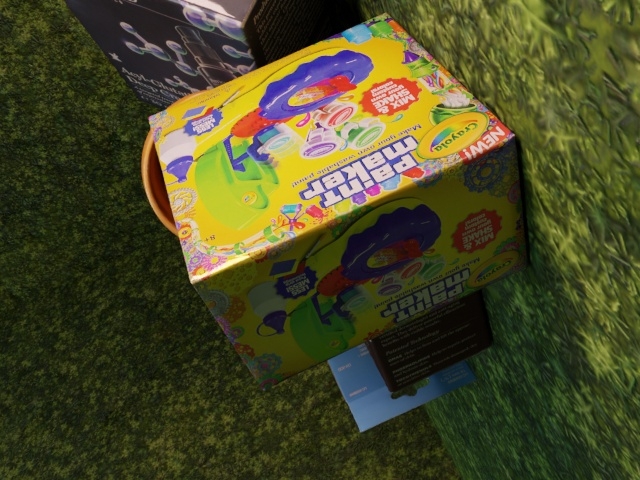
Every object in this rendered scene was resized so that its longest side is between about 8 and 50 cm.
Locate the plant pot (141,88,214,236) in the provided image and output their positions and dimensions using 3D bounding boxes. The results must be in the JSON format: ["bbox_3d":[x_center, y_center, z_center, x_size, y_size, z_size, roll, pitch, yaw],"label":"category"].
[{"bbox_3d":[-0.147,-0.109,0.904,0.205,0.205,0.188,66,169,-22],"label":"plant pot"}]

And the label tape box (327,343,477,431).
[{"bbox_3d":[0.115,0.165,1.262,0.333,0.241,0.105,-118,6,-50],"label":"label tape box"}]

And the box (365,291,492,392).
[{"bbox_3d":[0.123,0.073,0.946,0.168,0.167,0.203,-117,4,-54],"label":"box"}]

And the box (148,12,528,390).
[{"bbox_3d":[0.009,-0.052,0.675,0.279,0.290,0.177,-118,4,-46],"label":"box"}]

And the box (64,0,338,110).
[{"bbox_3d":[-0.152,-0.322,0.920,0.294,0.211,0.395,23,168,11],"label":"box"}]
